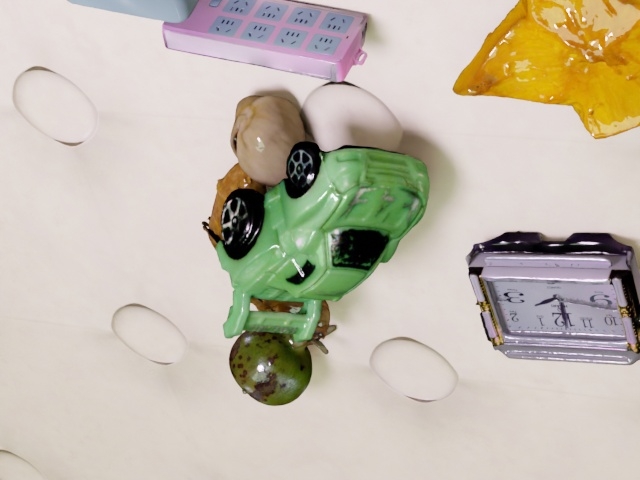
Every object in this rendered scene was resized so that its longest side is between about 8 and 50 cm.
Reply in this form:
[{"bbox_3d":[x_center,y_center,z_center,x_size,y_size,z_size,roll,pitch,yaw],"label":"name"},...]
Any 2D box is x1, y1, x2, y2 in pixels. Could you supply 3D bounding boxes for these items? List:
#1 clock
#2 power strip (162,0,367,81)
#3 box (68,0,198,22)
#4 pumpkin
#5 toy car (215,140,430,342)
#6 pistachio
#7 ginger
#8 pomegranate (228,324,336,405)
[{"bbox_3d":[0.343,0.082,2.048,0.253,0.083,0.186,2,133,28],"label":"clock"},{"bbox_3d":[-0.072,-0.274,1.900,0.279,0.109,0.037,13,139,18],"label":"power strip"},{"bbox_3d":[-0.240,-0.379,1.857,0.227,0.162,0.130,12,147,19],"label":"box"},{"bbox_3d":[0.332,-0.231,1.731,0.290,0.095,0.258,21,134,3],"label":"pumpkin"},{"bbox_3d":[0.000,0.000,2.030,0.213,0.176,0.358,8,151,-36],"label":"toy car"},{"bbox_3d":[-0.072,-0.140,2.049,0.113,0.113,0.149,3,149,27],"label":"pistachio"},{"bbox_3d":[-0.089,0.020,2.215,0.133,0.107,0.309,-16,125,11],"label":"ginger"},{"bbox_3d":[-0.070,0.190,2.351,0.148,0.148,0.169,33,132,-5],"label":"pomegranate"}]
